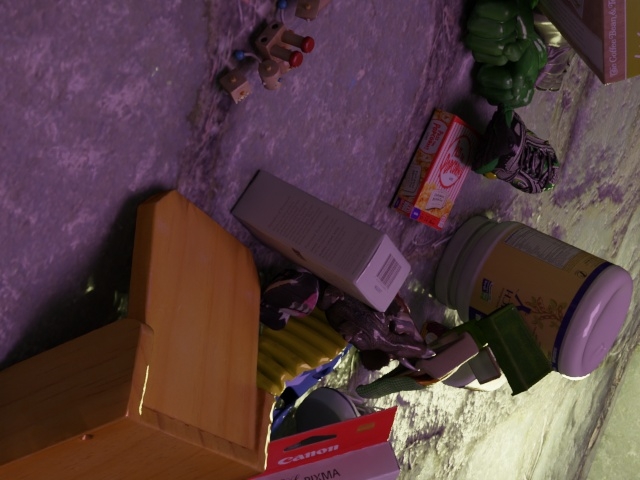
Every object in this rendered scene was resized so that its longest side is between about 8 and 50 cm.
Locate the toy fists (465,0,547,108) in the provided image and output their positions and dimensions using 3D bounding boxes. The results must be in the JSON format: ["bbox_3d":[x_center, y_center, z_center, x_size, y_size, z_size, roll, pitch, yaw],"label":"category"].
[{"bbox_3d":[0.329,-0.339,1.696,0.142,0.096,0.279,-52,148,-15],"label":"toy fists"}]

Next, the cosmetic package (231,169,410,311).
[{"bbox_3d":[0.000,0.000,1.338,0.085,0.231,0.117,-57,147,-10],"label":"cosmetic package"}]

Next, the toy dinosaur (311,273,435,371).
[{"bbox_3d":[0.036,0.089,1.459,0.121,0.313,0.160,-41,173,-16],"label":"toy dinosaur"}]

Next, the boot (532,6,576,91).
[{"bbox_3d":[0.436,-0.362,1.856,0.246,0.083,0.161,0,118,-54],"label":"boot"}]

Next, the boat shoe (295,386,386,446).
[{"bbox_3d":[0.060,0.350,1.784,0.156,0.136,0.367,-44,147,-27],"label":"boat shoe"}]

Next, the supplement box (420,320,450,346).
[{"bbox_3d":[0.249,0.208,2.000,0.043,0.083,0.055,-2,113,-55],"label":"supplement box"}]

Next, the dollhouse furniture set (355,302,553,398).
[{"bbox_3d":[0.245,0.258,1.781,0.301,0.151,0.197,-24,174,-43],"label":"dollhouse furniture set"}]

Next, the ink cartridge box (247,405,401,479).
[{"bbox_3d":[-0.016,0.386,1.573,0.296,0.066,0.261,-13,149,-14],"label":"ink cartridge box"}]

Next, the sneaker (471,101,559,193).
[{"bbox_3d":[0.372,-0.161,1.777,0.134,0.146,0.343,-68,163,6],"label":"sneaker"}]

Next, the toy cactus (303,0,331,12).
[{"bbox_3d":[0.031,-0.382,1.250,0.180,0.112,0.219,-50,154,16],"label":"toy cactus"}]

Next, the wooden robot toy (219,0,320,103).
[{"bbox_3d":[-0.051,-0.232,1.251,0.173,0.076,0.079,-53,158,-15],"label":"wooden robot toy"}]

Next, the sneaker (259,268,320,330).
[{"bbox_3d":[-0.049,0.070,1.436,0.178,0.072,0.077,-32,-150,59],"label":"sneaker"}]

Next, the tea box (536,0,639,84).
[{"bbox_3d":[0.533,-0.458,1.552,0.323,0.329,0.220,-16,130,-1],"label":"tea box"}]

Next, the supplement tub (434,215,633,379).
[{"bbox_3d":[0.421,0.104,1.935,0.241,0.331,0.241,-35,139,-38],"label":"supplement tub"}]

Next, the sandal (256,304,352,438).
[{"bbox_3d":[-0.065,0.216,1.531,0.317,0.126,0.138,-39,152,-25],"label":"sandal"}]

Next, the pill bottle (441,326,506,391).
[{"bbox_3d":[0.341,0.266,2.134,0.246,0.130,0.130,21,96,-58],"label":"pill bottle"}]

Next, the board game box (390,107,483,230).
[{"bbox_3d":[0.211,-0.124,1.731,0.147,0.045,0.193,16,99,-59],"label":"board game box"}]

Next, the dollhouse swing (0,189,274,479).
[{"bbox_3d":[-0.247,0.156,1.262,0.315,0.305,0.347,-23,151,15],"label":"dollhouse swing"}]

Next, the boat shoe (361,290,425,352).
[{"bbox_3d":[0.113,0.144,1.712,0.123,0.116,0.324,-17,161,-2],"label":"boat shoe"}]
